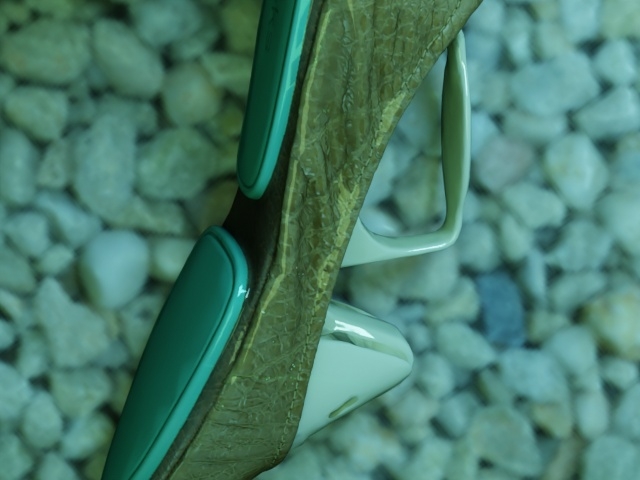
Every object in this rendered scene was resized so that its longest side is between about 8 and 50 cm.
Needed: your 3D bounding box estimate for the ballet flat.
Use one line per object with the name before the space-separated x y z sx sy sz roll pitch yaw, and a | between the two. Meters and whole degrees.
ballet flat | 0.000 0.000 0.874 0.124 0.116 0.342 15 103 -17
